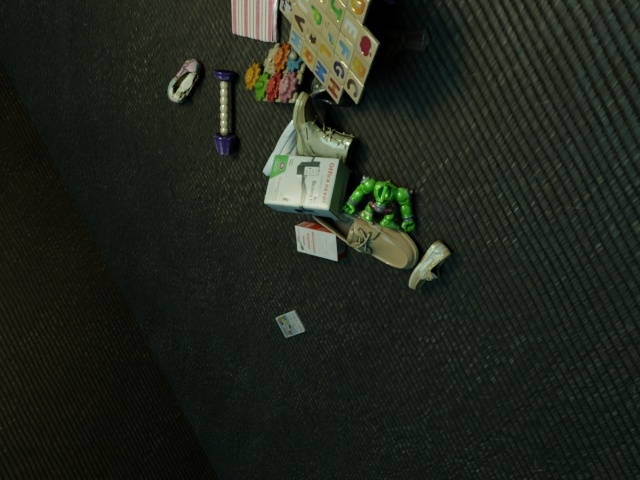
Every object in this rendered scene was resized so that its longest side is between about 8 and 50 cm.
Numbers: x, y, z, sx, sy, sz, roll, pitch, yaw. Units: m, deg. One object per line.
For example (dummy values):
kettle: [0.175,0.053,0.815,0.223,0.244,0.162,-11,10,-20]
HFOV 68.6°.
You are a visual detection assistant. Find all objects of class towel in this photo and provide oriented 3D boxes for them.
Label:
towel: [-0.193,-0.672,1.382,0.197,0.029,0.144,28,126,33]

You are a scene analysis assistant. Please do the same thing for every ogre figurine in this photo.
ogre figurine: [0.170,-0.102,1.266,0.197,0.097,0.118,28,120,25]

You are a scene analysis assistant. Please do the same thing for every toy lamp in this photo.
toy lamp: [-0.319,-0.423,1.572,0.080,0.080,0.274,26,124,31]

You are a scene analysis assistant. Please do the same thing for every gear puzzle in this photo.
gear puzzle: [-0.145,-0.486,1.344,0.339,0.044,0.175,27,102,54]

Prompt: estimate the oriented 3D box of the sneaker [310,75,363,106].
sneaker: [0.008,-0.446,1.234,0.087,0.130,0.227,-37,81,43]

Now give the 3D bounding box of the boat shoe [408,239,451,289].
boat shoe: [0.295,0.079,1.264,0.059,0.063,0.170,43,131,26]

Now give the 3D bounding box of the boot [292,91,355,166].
boot: [0.013,-0.299,1.286,0.165,0.077,0.213,20,147,18]

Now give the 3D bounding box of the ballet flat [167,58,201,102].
ballet flat: [-0.487,-0.544,1.657,0.221,0.077,0.079,-36,42,42]

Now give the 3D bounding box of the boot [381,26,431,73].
boot: [0.206,-0.451,1.122,0.114,0.037,0.106,15,121,31]

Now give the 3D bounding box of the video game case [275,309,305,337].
video game case: [-0.114,0.316,1.774,0.122,0.011,0.087,-29,90,45]

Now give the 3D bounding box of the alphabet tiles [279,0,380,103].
alphabet tiles: [0.009,-0.487,1.058,0.342,0.011,0.285,55,155,16]

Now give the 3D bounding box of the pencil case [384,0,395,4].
pencil case: [0.109,-0.584,1.027,0.086,0.206,0.088,8,106,41]

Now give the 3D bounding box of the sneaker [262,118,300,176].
sneaker: [-0.084,-0.285,1.432,0.091,0.094,0.258,30,130,-7]

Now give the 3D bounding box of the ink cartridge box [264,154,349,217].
ink cartridge box: [-0.037,-0.155,1.330,0.208,0.087,0.153,8,81,24]

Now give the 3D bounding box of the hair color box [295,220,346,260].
hair color box: [0.000,0.000,1.498,0.167,0.053,0.093,13,118,36]

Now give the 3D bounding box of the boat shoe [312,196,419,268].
boat shoe: [0.119,-0.014,1.344,0.341,0.110,0.121,33,128,27]
